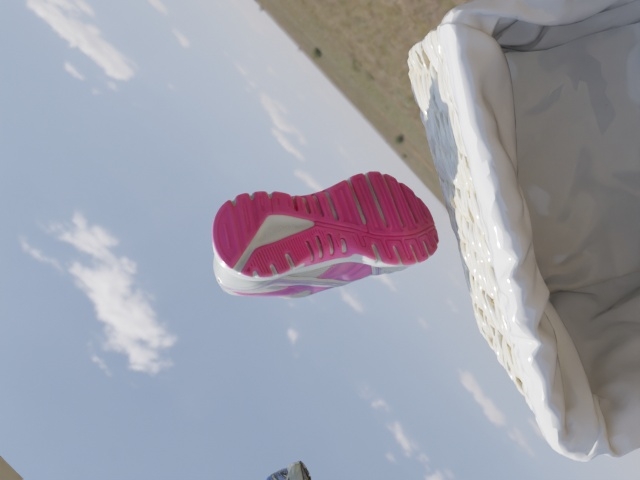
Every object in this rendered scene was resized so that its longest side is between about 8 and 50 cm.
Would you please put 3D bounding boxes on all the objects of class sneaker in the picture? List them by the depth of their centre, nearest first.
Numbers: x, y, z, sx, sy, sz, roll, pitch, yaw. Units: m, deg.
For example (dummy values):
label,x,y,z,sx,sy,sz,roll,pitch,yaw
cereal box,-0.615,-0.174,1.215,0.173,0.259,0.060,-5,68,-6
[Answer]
label,x,y,z,sx,sy,sz,roll,pitch,yaw
sneaker,0.000,0.000,0.755,0.252,0.111,0.103,-4,-110,-25
sneaker,-0.031,0.327,0.857,0.052,0.058,0.135,56,-161,-66

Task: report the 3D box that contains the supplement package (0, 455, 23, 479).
label,x,y,z,sx,sy,sz,roll,pitch,yaw
supplement package,-0.514,0.318,1.011,0.179,0.105,0.105,39,-156,14

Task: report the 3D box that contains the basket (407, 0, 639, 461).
label,x,y,z,sx,sy,sz,roll,pitch,yaw
basket,0.264,-0.058,0.609,0.266,0.331,0.329,-113,6,-81
